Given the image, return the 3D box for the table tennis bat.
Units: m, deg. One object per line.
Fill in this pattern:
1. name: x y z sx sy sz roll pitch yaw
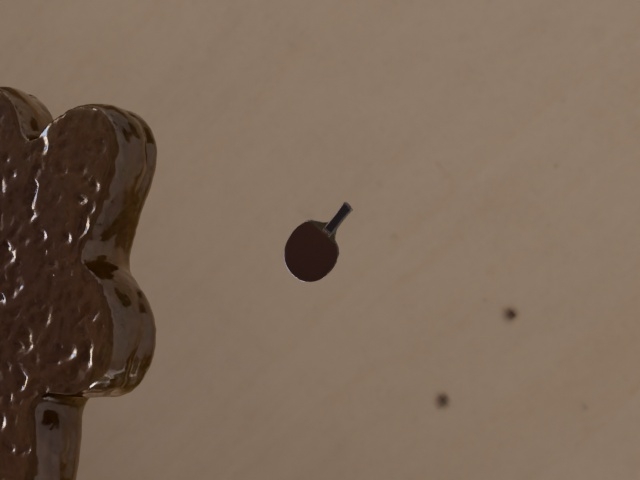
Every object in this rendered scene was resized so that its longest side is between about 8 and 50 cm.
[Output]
1. table tennis bat: 0.000 0.000 1.146 0.050 0.083 0.007 45 -159 16

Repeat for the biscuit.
1. biscuit: -0.146 0.048 0.569 0.180 0.236 0.039 17 176 36
